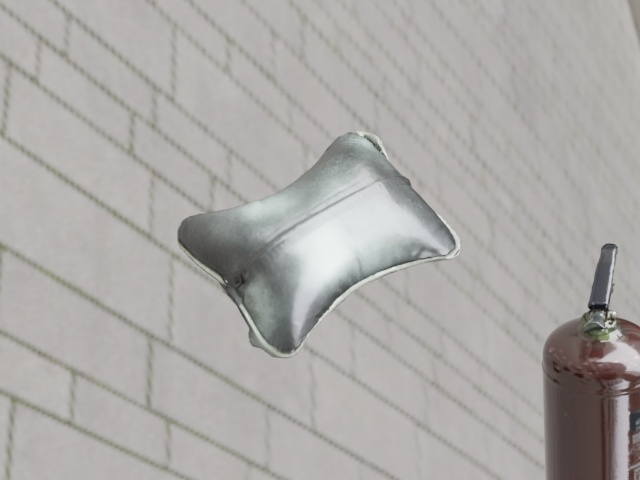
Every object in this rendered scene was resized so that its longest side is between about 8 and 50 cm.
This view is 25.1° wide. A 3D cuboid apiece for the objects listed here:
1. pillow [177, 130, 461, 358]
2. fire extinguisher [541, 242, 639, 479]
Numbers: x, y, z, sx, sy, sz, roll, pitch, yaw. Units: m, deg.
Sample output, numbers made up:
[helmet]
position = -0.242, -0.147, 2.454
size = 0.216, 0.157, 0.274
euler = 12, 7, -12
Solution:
[pillow]
position = 0.000, -0.002, 0.751
size = 0.135, 0.091, 0.055
euler = -30, 132, -24
[fire extinguisher]
position = 0.285, 0.180, 1.465
size = 0.135, 0.114, 0.337
euler = -59, 148, -57
